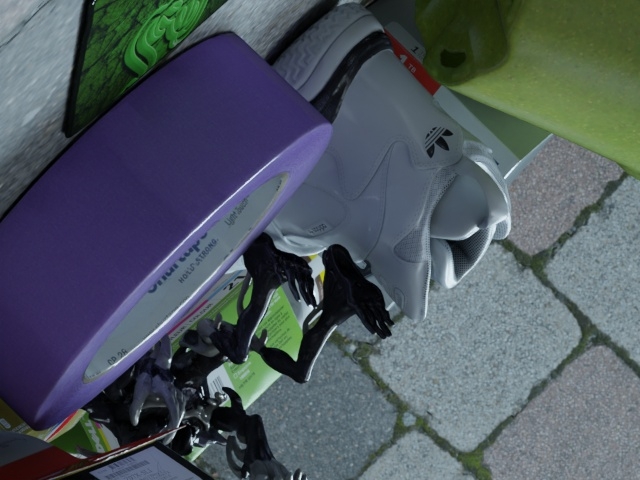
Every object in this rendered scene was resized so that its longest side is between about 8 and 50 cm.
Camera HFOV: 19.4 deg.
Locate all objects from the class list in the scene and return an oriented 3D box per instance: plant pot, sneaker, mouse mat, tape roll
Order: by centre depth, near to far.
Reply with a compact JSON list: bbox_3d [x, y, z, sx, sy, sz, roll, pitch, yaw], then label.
[{"bbox_3d":[-0.077,-0.134,1.003,0.152,0.007,0.190,-44,175,-21],"label":"mouse mat"},{"bbox_3d":[-0.117,-0.004,1.215,0.275,0.090,0.275,-46,174,-6],"label":"tape roll"},{"bbox_3d":[0.222,-0.176,1.453,0.276,0.254,0.276,-38,-134,54],"label":"plant pot"},{"bbox_3d":[0.017,-0.019,1.491,0.137,0.210,0.366,-43,174,-30],"label":"sneaker"}]

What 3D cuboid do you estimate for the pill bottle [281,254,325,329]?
[{"bbox_3d":[0.000,0.000,2.016,0.215,0.117,0.117,-41,173,-43],"label":"pill bottle"}]

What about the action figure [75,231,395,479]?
[{"bbox_3d":[-0.080,0.117,1.408,0.276,0.164,0.141,-46,-141,28],"label":"action figure"}]

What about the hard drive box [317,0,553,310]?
[{"bbox_3d":[0.066,-0.078,1.611,0.089,0.181,0.232,-39,170,-48],"label":"hard drive box"}]

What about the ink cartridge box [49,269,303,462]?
[{"bbox_3d":[-0.170,0.114,1.759,0.255,0.097,0.189,-3,-151,43],"label":"ink cartridge box"}]

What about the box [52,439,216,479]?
[{"bbox_3d":[-0.201,0.320,1.270,0.257,0.079,0.322,-20,128,-50],"label":"box"}]

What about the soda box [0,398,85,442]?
[{"bbox_3d":[-0.233,0.129,1.452,0.058,0.061,0.181,-48,174,18],"label":"soda box"}]

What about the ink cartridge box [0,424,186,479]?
[{"bbox_3d":[-0.221,0.141,1.175,0.232,0.066,0.189,-25,177,10],"label":"ink cartridge box"}]
